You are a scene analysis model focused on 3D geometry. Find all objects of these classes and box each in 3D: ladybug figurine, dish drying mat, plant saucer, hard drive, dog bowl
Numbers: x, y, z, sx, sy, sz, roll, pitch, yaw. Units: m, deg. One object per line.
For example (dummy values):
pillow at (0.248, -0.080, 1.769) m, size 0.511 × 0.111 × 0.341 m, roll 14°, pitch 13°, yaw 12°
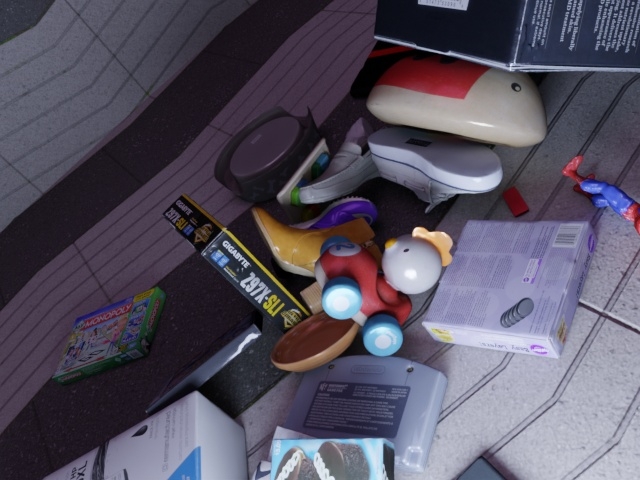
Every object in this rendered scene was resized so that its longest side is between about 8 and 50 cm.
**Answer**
ladybug figurine at (0.292, -0.313, 1.447) m, size 0.449 × 0.305 × 0.162 m, roll 21°, pitch 103°, yaw 44°
dish drying mat at (0.399, -0.079, 1.348) m, size 0.032 × 0.008 × 0.083 m, roll -29°, pitch 37°, yaw 15°
plant saucer at (-0.005, 0.202, 1.327) m, size 0.200 × 0.037 × 0.200 m, roll -27°, pitch 15°, yaw 8°
hard drive at (0.246, 0.389, 0.953) m, size 0.094 × 0.022 × 0.135 m, roll -43°, pitch 35°, yaw -6°
dog bowl at (-0.149, -0.257, 1.959) m, size 0.349 × 0.102 × 0.349 m, roll -24°, pitch 37°, yaw 20°

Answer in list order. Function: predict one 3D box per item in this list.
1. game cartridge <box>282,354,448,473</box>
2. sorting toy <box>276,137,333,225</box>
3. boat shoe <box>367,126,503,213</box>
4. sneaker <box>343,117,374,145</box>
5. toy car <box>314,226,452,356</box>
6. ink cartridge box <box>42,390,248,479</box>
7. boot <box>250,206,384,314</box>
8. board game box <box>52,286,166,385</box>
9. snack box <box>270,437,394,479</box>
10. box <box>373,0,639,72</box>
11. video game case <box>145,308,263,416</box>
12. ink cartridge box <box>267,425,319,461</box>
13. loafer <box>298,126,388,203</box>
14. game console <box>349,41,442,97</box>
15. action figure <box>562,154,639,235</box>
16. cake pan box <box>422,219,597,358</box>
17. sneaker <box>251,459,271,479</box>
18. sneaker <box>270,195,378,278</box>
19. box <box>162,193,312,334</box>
game cartridge at (0.078, 0.300, 1.180) m, size 0.297 × 0.062 × 0.198 m, roll -6°, pitch 43°, yaw 38°
sorting toy at (-0.015, -0.119, 1.610) m, size 0.038 × 0.208 × 0.193 m, roll 25°, pitch 67°, yaw 29°
boat shoe at (0.246, -0.134, 1.433) m, size 0.136 × 0.156 × 0.367 m, roll -34°, pitch 35°, yaw -26°
sneaker at (0.094, -0.241, 1.760) m, size 0.094 × 0.080 × 0.212 m, roll -34°, pitch 27°, yaw 27°
toy car at (0.133, 0.048, 1.236) m, size 0.238 × 0.210 × 0.219 m, roll -41°, pitch 18°, yaw 15°
ink cartridge box at (-0.336, 0.509, 1.219) m, size 0.395 × 0.166 × 0.285 m, roll -31°, pitch 35°, yaw 12°
boot at (0.000, 0.000, 1.446) m, size 0.211 × 0.104 × 0.295 m, roll -33°, pitch 73°, yaw -9°
board game box at (-0.582, 0.264, 1.820) m, size 0.317 × 0.046 × 0.213 m, roll -21°, pitch 39°, yaw 23°
snack box at (0.010, 0.456, 0.957) m, size 0.187 × 0.060 × 0.322 m, roll -9°, pitch 64°, yaw 25°
box at (0.443, -0.529, 1.376) m, size 0.472 × 0.297 × 0.480 m, roll -5°, pitch 24°, yaw -27°
video game case at (-0.239, 0.258, 1.416) m, size 0.275 × 0.035 × 0.248 m, roll -39°, pitch 3°, yaw -3°
ink cartridge box at (-0.036, 0.367, 1.145) m, size 0.115 × 0.029 × 0.063 m, roll 2°, pitch 68°, yaw 40°
loafer at (0.067, -0.180, 1.578) m, size 0.319 × 0.111 × 0.112 m, roll -32°, pitch 18°, yaw -36°
game console at (0.298, -0.562, 1.947) m, size 0.386 × 0.060 × 0.342 m, roll 4°, pitch 58°, yaw 45°
action figure at (0.557, -0.083, 1.136) m, size 0.139 × 0.091 × 0.280 m, roll -41°, pitch 34°, yaw 12°
cake pan box at (0.340, 0.071, 1.185) m, size 0.246 × 0.070 × 0.267 m, roll 1°, pitch 52°, yaw 40°
sneaker at (-0.040, 0.463, 1.075) m, size 0.235 × 0.094 × 0.153 m, roll 5°, pitch 61°, yaw 36°
sneaker at (0.010, 0.012, 1.532) m, size 0.293 × 0.102 × 0.146 m, roll -25°, pitch 45°, yaw 23°
box at (-0.181, 0.058, 1.446) m, size 0.079 × 0.322 × 0.257 m, roll -45°, pitch 35°, yaw -6°
